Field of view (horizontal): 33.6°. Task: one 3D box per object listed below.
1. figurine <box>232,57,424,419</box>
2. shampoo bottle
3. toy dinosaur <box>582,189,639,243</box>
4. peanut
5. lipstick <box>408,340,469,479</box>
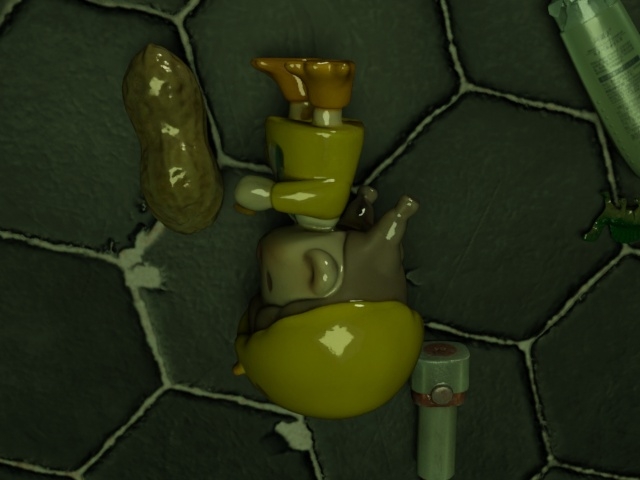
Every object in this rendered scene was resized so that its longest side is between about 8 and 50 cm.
[{"bbox_3d":[0.000,0.000,0.998,0.187,0.215,0.344,-5,103,-4],"label":"figurine"},{"bbox_3d":[0.297,-0.159,1.048,0.072,0.049,0.212,-28,105,9],"label":"shampoo bottle"},{"bbox_3d":[0.332,-0.023,1.103,0.119,0.029,0.060,-2,121,-7],"label":"toy dinosaur"},{"bbox_3d":[-0.145,-0.096,1.031,0.089,0.089,0.193,-13,105,2],"label":"peanut"},{"bbox_3d":[0.126,0.204,1.139,0.063,0.057,0.186,-2,108,-2],"label":"lipstick"}]
